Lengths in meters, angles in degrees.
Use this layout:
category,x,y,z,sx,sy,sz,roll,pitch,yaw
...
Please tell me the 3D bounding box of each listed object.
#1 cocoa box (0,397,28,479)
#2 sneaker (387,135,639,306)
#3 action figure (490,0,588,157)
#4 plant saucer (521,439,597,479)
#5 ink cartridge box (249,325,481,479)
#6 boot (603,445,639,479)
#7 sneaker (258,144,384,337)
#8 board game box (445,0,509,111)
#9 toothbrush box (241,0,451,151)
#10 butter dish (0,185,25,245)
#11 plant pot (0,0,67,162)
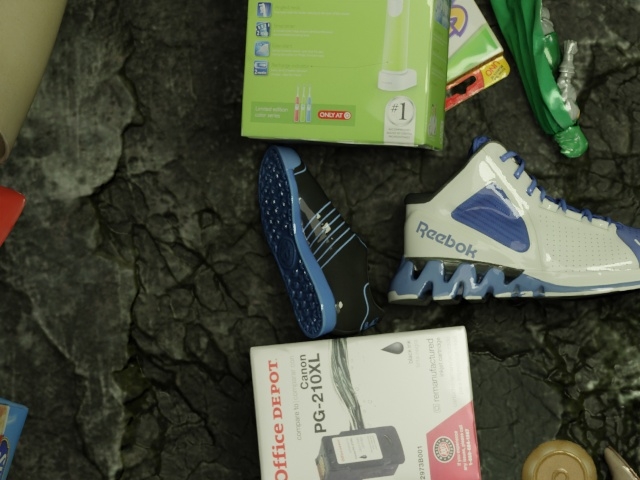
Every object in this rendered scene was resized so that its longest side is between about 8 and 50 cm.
category,x,y,z,sx,sy,sz,roll,pitch,yaw
cocoa box,-0.528,0.225,1.852,0.347,0.228,0.231,16,83,12
sneaker,0.227,-0.025,1.904,0.316,0.127,0.182,-2,86,5
action figure,0.247,-0.202,1.939,0.063,0.137,0.232,-17,91,-11
plant saucer,0.263,0.261,1.926,0.083,0.015,0.083,0,84,4
ink cartridge box,0.047,0.191,1.903,0.237,0.100,0.172,-6,83,3
boot,0.321,0.295,1.906,0.087,0.042,0.118,-40,83,1
sneaker,0.000,0.000,1.946,0.090,0.081,0.232,-4,68,-32
board game box,0.101,-0.272,1.987,0.124,0.039,0.259,-30,86,1
toothbrush box,0.033,-0.244,1.914,0.206,0.122,0.283,3,91,14
butter dish,-0.427,0.008,1.950,0.160,0.118,0.160,17,44,7
plant pot,-0.384,-0.266,1.928,0.256,0.256,0.274,28,70,6
